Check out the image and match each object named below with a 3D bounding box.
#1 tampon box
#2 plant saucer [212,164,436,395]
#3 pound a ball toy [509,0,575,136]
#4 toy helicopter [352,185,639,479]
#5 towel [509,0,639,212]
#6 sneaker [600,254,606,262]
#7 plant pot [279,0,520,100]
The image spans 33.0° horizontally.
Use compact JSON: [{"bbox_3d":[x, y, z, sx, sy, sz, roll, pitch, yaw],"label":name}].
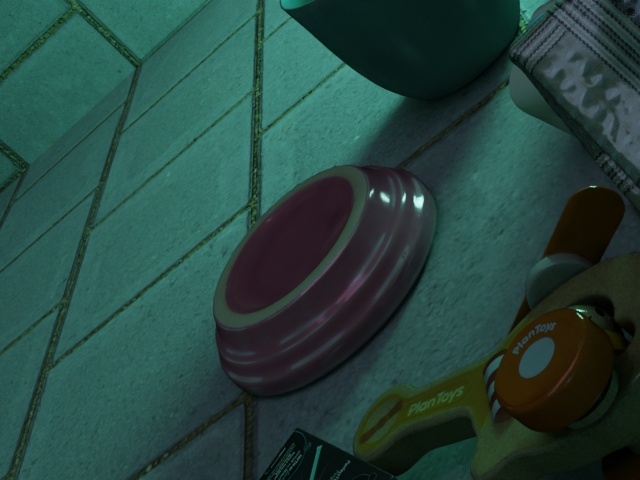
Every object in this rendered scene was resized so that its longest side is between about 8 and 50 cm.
[{"bbox_3d":[0.015,0.245,0.880,0.120,0.101,0.161,-53,25,-14],"label":"tampon box"},{"bbox_3d":[-0.014,0.029,1.298,0.332,0.084,0.332,-36,26,21],"label":"plant saucer"},{"bbox_3d":[0.284,-0.152,0.976,0.208,0.135,0.319,-68,17,-9],"label":"pound a ball toy"},{"bbox_3d":[0.148,0.102,0.862,0.355,0.140,0.235,-32,28,47],"label":"toy helicopter"},{"bbox_3d":[0.341,-0.138,0.789,0.312,0.056,0.324,-39,62,9],"label":"towel"},{"bbox_3d":[0.222,0.035,0.959,0.031,0.035,0.083,-13,39,53],"label":"sneaker"},{"bbox_3d":[0.130,-0.334,1.466,0.293,0.235,0.293,-37,25,21],"label":"plant pot"}]
